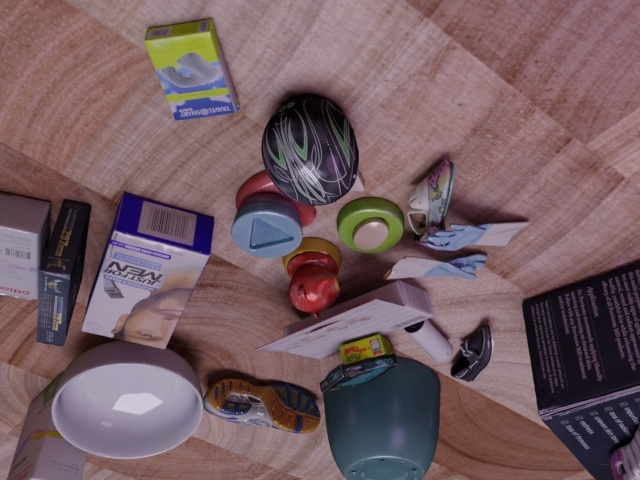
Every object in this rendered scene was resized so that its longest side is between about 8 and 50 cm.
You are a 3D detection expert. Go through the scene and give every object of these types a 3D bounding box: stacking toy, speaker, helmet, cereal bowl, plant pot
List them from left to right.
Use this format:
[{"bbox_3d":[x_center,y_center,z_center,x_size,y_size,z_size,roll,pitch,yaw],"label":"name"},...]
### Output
[{"bbox_3d":[-0.443,0.349,1.877,0.339,0.141,0.339,-6,130,-7],"label":"cereal bowl"},{"bbox_3d":[-0.017,-0.143,1.327,0.169,0.161,0.169,1,138,1],"label":"helmet"},{"bbox_3d":[0.000,0.000,1.508,0.279,0.130,0.309,-21,133,24],"label":"stacking toy"},{"bbox_3d":[0.148,0.454,1.926,0.293,0.235,0.293,1,138,1],"label":"plant pot"},{"bbox_3d":[0.239,0.215,1.792,0.055,0.055,0.136,-24,131,26],"label":"speaker"}]

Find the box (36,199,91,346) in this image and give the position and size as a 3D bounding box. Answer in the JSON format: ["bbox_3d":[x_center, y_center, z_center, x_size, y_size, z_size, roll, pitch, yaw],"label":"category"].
[{"bbox_3d":[-0.495,0.065,1.557,0.059,0.183,0.233,12,136,-11],"label":"box"}]

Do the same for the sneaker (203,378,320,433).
[{"bbox_3d":[-0.147,0.411,2.005,0.296,0.112,0.131,20,152,-17],"label":"sneaker"}]

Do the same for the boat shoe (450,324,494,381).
[{"bbox_3d":[0.343,0.258,1.823,0.065,0.075,0.206,2,142,-5],"label":"boat shoe"}]

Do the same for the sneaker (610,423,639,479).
[{"bbox_3d":[0.650,0.402,1.535,0.104,0.095,0.236,3,143,-11],"label":"sneaker"}]

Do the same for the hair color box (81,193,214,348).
[{"bbox_3d":[-0.350,0.072,1.618,0.185,0.110,0.339,15,138,-16],"label":"hair color box"}]

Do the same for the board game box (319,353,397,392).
[{"bbox_3d":[0.079,0.291,1.758,0.126,0.026,0.186,-10,162,-18],"label":"board game box"}]

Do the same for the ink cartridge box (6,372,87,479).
[{"bbox_3d":[-0.654,0.525,1.940,0.119,0.353,0.207,29,131,-27],"label":"ink cartridge box"}]

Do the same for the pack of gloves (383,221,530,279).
[{"bbox_3d":[0.266,0.034,1.538,0.232,0.046,0.195,-1,149,-34],"label":"pack of gloves"}]

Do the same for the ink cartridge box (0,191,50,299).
[{"bbox_3d":[-0.613,0.010,1.567,0.154,0.093,0.212,12,135,-9],"label":"ink cartridge box"}]

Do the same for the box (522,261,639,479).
[{"bbox_3d":[0.743,0.285,1.674,0.471,0.297,0.480,-22,132,26],"label":"box"}]

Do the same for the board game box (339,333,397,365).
[{"bbox_3d":[0.108,0.250,1.778,0.092,0.043,0.181,-18,162,9],"label":"board game box"}]

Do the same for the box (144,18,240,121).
[{"bbox_3d":[-0.201,-0.261,1.292,0.109,0.042,0.178,-6,136,9],"label":"box"}]

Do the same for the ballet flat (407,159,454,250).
[{"bbox_3d":[0.199,-0.059,1.482,0.079,0.077,0.221,2,142,5],"label":"ballet flat"}]

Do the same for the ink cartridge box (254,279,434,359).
[{"bbox_3d":[0.047,0.162,1.662,0.296,0.066,0.261,-25,156,26],"label":"ink cartridge box"}]
